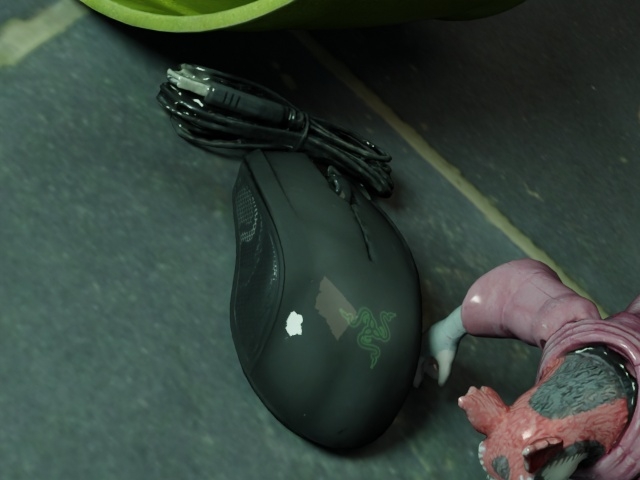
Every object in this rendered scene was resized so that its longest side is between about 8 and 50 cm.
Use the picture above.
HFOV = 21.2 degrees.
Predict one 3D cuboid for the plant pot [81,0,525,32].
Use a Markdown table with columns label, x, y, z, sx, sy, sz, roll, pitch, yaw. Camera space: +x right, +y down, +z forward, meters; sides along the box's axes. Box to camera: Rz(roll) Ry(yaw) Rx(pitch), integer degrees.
| label | x | y | z | sx | sy | sz | roll | pitch | yaw |
| --- | --- | --- | --- | --- | --- | --- | --- | --- | --- |
| plant pot | 0.029 | -0.298 | 1.182 | 0.353 | 0.366 | 0.366 | 6 | 49 | -56 |

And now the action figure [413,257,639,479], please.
| label | x | y | z | sx | sy | sz | roll | pitch | yaw |
| --- | --- | --- | --- | --- | --- | --- | --- | --- | --- |
| action figure | 0.207 | 0.106 | 0.999 | 0.370 | 0.275 | 0.248 | 5 | 56 | -60 |

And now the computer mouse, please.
| label | x | y | z | sx | sy | sz | roll | pitch | yaw |
| --- | --- | --- | --- | --- | --- | --- | --- | --- | --- |
| computer mouse | 0.000 | 0.000 | 1.051 | 0.188 | 0.072 | 0.272 | 21 | 41 | -31 |
